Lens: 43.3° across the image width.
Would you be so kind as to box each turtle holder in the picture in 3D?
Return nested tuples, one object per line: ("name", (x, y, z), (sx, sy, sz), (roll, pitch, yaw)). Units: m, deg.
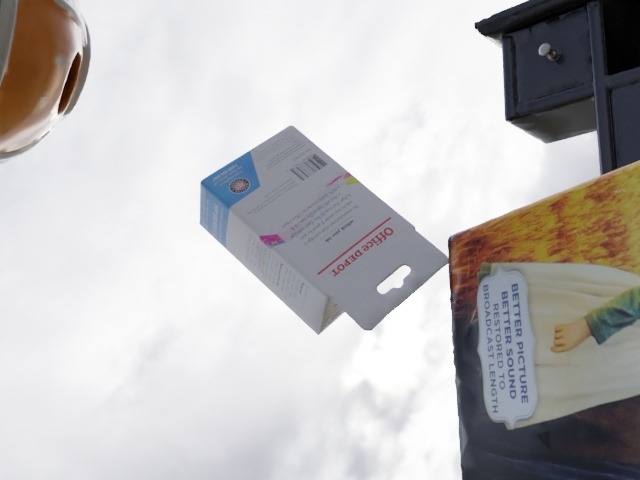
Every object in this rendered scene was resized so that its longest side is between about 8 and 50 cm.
("turtle holder", (-0.340, -0.167, 0.649), (0.227, 0.320, 0.243), (0, -91, -59))

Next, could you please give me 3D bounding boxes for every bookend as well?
("bookend", (0.189, -0.089, 0.527), (0.072, 0.157, 0.156), (16, -111, -44))

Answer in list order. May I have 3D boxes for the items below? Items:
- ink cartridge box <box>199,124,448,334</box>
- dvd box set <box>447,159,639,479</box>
("ink cartridge box", (0.000, 0.000, 0.650), (0.104, 0.181, 0.061), (-37, -22, -30))
("dvd box set", (0.206, 0.096, 0.313), (0.062, 0.420, 0.307), (6, -106, -28))
